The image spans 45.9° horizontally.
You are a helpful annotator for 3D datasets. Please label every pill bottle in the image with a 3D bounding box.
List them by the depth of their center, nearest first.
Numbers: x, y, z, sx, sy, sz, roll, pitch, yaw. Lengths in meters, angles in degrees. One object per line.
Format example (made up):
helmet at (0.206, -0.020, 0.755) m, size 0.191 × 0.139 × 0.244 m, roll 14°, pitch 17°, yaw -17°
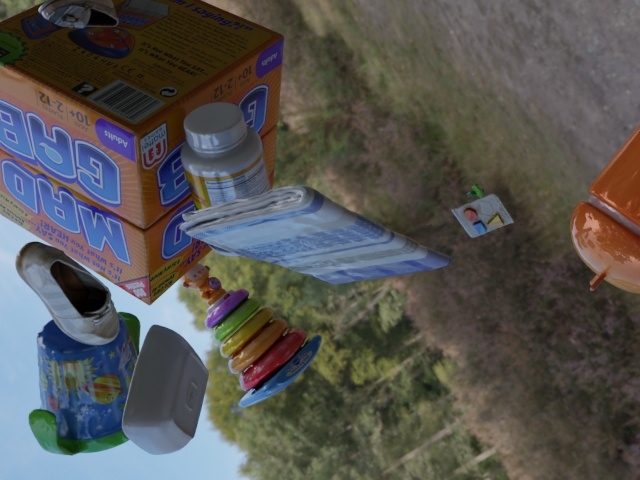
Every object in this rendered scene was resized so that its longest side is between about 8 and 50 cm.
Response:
pill bottle at (-0.133, -0.088, 1.098) m, size 0.117 × 0.117 × 0.215 m, roll -121°, pitch 16°, yaw -47°

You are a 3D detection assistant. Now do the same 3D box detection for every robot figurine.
robot figurine at (0.332, -0.040, 0.730) m, size 0.128 × 0.219 × 0.158 m, roll 30°, pitch -167°, yaw -28°

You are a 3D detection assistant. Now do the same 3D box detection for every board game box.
board game box at (-0.315, -0.189, 1.287) m, size 0.356 × 0.356 × 0.356 m, roll 27°, pitch 138°, yaw 19°

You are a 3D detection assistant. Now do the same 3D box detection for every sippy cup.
sippy cup at (-0.459, 0.262, 1.505) m, size 0.305 × 0.240 × 0.224 m, roll -129°, pitch 32°, yaw -55°

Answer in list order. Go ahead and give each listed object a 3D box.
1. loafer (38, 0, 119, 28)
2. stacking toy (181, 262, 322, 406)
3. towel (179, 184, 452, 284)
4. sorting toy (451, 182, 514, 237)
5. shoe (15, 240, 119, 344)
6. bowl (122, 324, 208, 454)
loafer at (-0.287, -0.277, 0.918) m, size 0.039 × 0.045 × 0.125 m, roll 57°, pitch -153°, yaw -7°
stacking toy at (-0.158, 0.156, 1.455) m, size 0.302 × 0.175 × 0.166 m, roll 49°, pitch 146°, yaw 1°
towel at (0.000, 0.000, 0.920) m, size 0.285 × 0.209 × 0.034 m, roll 22°, pitch -114°, yaw -45°
sorting toy at (0.195, -0.037, 0.932) m, size 0.083 × 0.062 × 0.012 m, roll 48°, pitch -145°, yaw -35°
shoe at (-0.332, 0.082, 1.035) m, size 0.058 × 0.076 × 0.219 m, roll 7°, pitch 148°, yaw 26°
bowl at (-0.182, 0.186, 0.927) m, size 0.142 × 0.053 × 0.142 m, roll 75°, pitch -159°, yaw -60°
